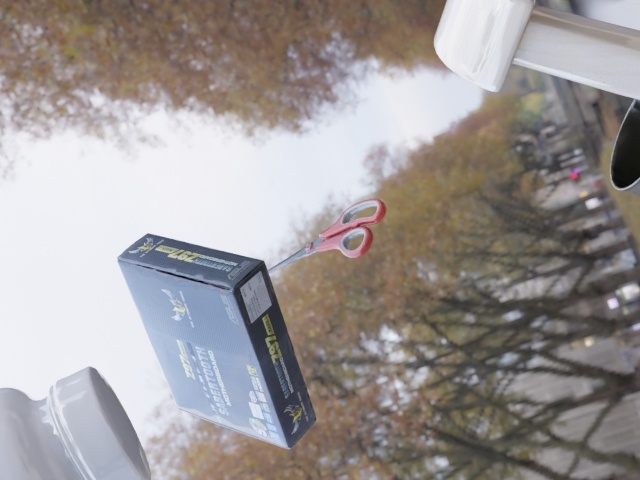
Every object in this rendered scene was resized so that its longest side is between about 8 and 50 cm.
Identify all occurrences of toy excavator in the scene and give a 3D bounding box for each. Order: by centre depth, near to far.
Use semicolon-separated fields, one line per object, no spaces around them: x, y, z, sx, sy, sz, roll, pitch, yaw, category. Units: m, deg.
0.371;-0.154;0.935;0.433;0.222;0.445;32;-147;22;toy excavator

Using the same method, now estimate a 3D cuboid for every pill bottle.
-0.286;0.216;0.908;0.152;0.272;0.152;61;175;9;pill bottle

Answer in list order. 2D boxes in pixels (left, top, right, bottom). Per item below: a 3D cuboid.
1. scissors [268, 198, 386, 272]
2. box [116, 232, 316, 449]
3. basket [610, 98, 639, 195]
0.000;0.000;1.859;0.021;0.297;0.109;31;-119;-31;scissors
-0.116;0.113;1.228;0.059;0.183;0.232;-42;-50;-36;box
0.473;-0.085;1.255;0.227;0.154;0.204;24;-159;-2;basket
